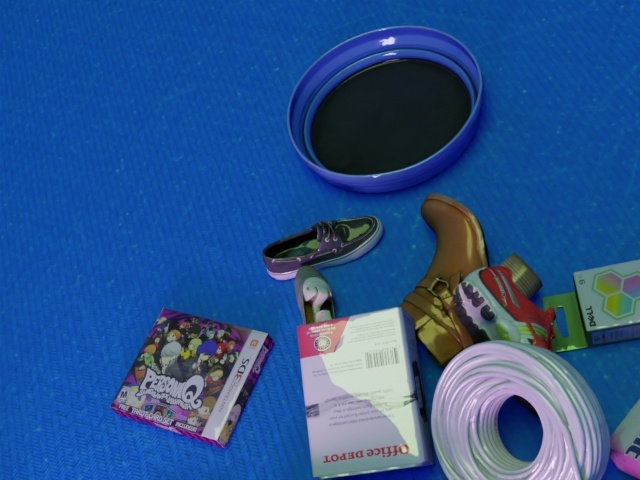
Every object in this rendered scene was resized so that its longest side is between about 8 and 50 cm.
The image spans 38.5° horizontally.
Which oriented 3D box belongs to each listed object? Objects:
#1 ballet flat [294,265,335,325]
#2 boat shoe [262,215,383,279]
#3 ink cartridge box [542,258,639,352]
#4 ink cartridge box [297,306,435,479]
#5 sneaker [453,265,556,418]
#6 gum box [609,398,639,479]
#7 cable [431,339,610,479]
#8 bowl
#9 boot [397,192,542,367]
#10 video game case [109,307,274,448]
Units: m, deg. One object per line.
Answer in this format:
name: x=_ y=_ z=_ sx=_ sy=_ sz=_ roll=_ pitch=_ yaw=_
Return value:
ballet flat: x=0.000 y=0.122 z=1.577 sx=0.072 sy=0.068 sz=0.213 roll=7 pitch=53 yaw=-19
boat shoe: x=0.000 y=0.000 z=1.664 sx=0.228 sy=0.076 sz=0.080 roll=-18 pitch=52 yaw=8
ink cartridge box: x=0.456 y=0.099 z=1.430 sx=0.209 sy=0.062 sz=0.109 roll=-12 pitch=54 yaw=13
ink cartridge box: x=0.069 y=0.239 z=1.411 sx=0.171 sy=0.100 sz=0.237 roll=-12 pitch=72 yaw=15
sneaker: x=0.323 y=0.153 z=1.381 sx=0.118 sy=0.107 sz=0.279 roll=-28 pitch=77 yaw=-28
gum box: x=0.502 y=0.253 z=1.279 sx=0.188 sy=0.062 sz=0.107 roll=-46 pitch=32 yaw=-17
cable: x=0.276 y=0.266 z=1.284 sx=0.257 sy=0.089 sz=0.257 roll=1 pitch=92 yaw=43
bowl: x=0.129 y=-0.257 z=1.798 sx=0.391 sy=0.077 sz=0.391 roll=-10 pitch=53 yaw=14
boot: x=0.203 y=0.064 z=1.539 sx=0.220 sy=0.109 sz=0.283 roll=-40 pitch=59 yaw=-4
video game case: x=-0.224 y=0.235 z=1.604 sx=0.232 sy=0.042 sz=0.210 roll=11 pitch=60 yaw=27
